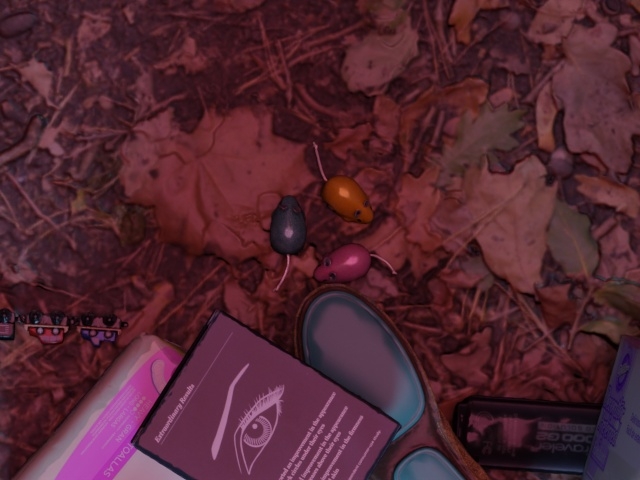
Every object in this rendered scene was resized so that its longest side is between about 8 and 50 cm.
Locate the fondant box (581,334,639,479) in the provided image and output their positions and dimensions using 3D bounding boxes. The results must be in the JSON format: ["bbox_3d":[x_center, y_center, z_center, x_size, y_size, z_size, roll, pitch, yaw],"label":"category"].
[{"bbox_3d":[0.310,0.272,1.695,0.096,0.238,0.330,16,94,-3],"label":"fondant box"}]

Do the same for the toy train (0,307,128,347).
[{"bbox_3d":[-0.275,0.089,1.799,0.158,0.027,0.036,3,86,-5],"label":"toy train"}]

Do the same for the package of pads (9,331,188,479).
[{"bbox_3d":[-0.129,0.256,1.755,0.296,0.101,0.229,40,82,0],"label":"package of pads"}]

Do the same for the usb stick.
[{"bbox_3d":[0.275,0.206,1.831,0.278,0.045,0.077,4,90,-5],"label":"usb stick"}]

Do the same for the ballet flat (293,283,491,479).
[{"bbox_3d":[0.082,0.203,1.777,0.123,0.123,0.348,-33,84,-9],"label":"ballet flat"}]

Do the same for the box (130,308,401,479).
[{"bbox_3d":[-0.052,0.181,1.662,0.207,0.108,0.153,33,83,1],"label":"box"}]

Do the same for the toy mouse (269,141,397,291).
[{"bbox_3d":[0.000,0.000,1.836,0.143,0.031,0.161,-44,89,-9],"label":"toy mouse"}]
